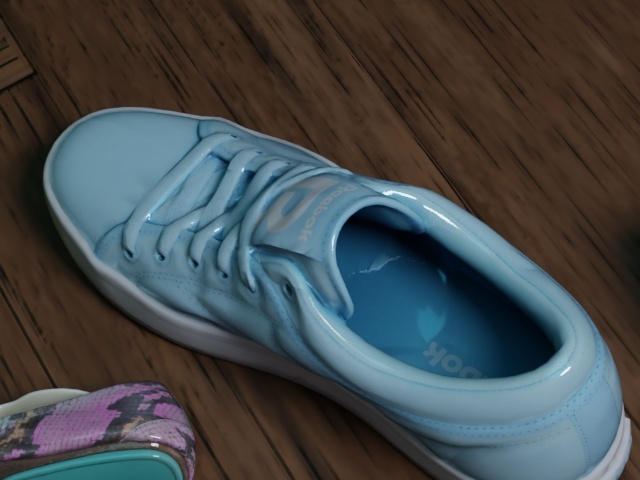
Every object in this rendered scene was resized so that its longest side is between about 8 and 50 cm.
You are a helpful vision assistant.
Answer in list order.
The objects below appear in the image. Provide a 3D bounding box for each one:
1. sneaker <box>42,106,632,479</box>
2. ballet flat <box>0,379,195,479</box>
[{"bbox_3d":[0.000,0.000,0.973,0.366,0.150,0.135,26,64,23],"label":"sneaker"},{"bbox_3d":[-0.175,0.118,0.978,0.222,0.077,0.079,-12,38,-5],"label":"ballet flat"}]
